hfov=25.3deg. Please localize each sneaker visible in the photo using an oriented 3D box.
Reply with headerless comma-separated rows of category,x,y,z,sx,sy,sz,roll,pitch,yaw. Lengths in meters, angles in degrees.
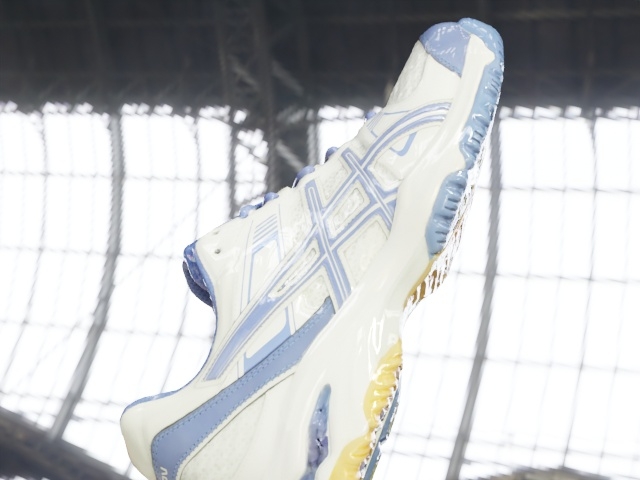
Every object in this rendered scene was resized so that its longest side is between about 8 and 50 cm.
sneaker,0.000,0.000,0.714,0.131,0.296,0.112,19,-23,11
